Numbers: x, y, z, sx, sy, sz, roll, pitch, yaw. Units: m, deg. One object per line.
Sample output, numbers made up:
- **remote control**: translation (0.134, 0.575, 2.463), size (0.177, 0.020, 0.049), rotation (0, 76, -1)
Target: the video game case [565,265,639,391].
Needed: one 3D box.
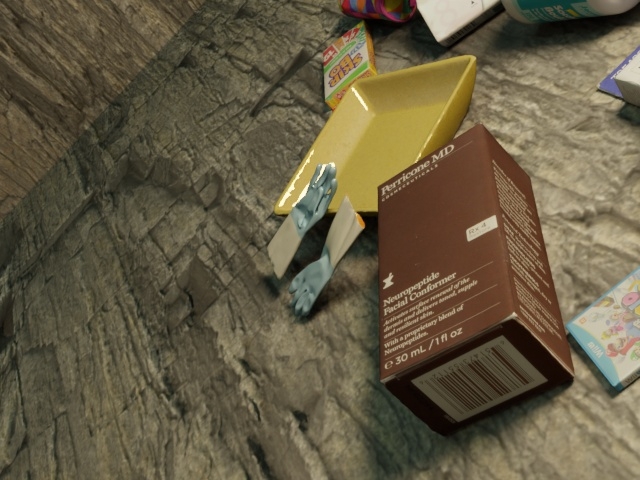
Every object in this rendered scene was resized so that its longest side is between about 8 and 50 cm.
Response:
- **video game case**: translation (0.365, 0.078, 0.967), size (0.166, 0.015, 0.119), rotation (-41, 30, 11)

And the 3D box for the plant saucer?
- **plant saucer**: translation (0.108, -0.157, 1.531), size (0.333, 0.081, 0.332), rotation (0, 54, 54)

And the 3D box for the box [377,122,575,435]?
- **box**: translation (0.186, 0.037, 1.132), size (0.191, 0.143, 0.381), rotation (-32, 31, 26)

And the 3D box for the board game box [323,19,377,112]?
- **board game box**: translation (0.063, -0.385, 1.920), size (0.124, 0.039, 0.259), rotation (-34, 34, 23)

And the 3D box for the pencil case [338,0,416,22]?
- **pencil case**: translation (0.128, -0.544, 1.961), size (0.104, 0.104, 0.236), rotation (-49, 29, -2)

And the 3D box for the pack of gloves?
- **pack of gloves**: translation (0.000, 0.000, 1.442), size (0.232, 0.046, 0.195), rotation (-57, 36, 32)

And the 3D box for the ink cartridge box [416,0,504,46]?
- **ink cartridge box**: translation (0.259, -0.518, 1.669), size (0.189, 0.066, 0.232), rotation (-33, 75, 24)

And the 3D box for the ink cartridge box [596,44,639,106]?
- **ink cartridge box**: translation (0.551, -0.292, 1.124), size (0.324, 0.071, 0.330), rotation (-46, 30, 3)

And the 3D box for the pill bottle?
- **pill bottle**: translation (0.418, -0.427, 1.382), size (0.146, 0.146, 0.264), rotation (-55, 29, -13)
